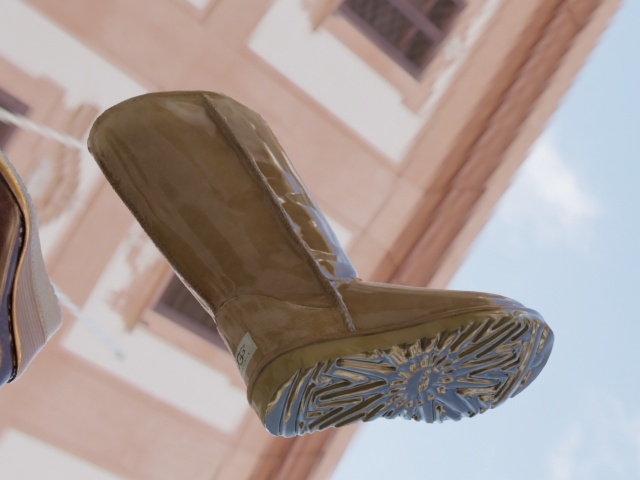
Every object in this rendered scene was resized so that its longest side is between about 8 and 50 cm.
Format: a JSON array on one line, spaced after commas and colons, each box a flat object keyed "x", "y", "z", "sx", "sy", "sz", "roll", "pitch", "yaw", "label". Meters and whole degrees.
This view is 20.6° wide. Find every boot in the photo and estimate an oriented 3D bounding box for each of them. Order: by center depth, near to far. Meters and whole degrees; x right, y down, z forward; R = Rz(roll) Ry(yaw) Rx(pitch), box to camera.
[{"x": 0.000, "y": 0.000, "z": 1.172, "sx": 0.269, "sy": 0.236, "sz": 0.089, "roll": 56, "pitch": -46, "yaw": 39, "label": "boot"}, {"x": -0.325, "y": 0.035, "z": 1.437, "sx": 0.090, "sy": 0.248, "sz": 0.207, "roll": 11, "pitch": -140, "yaw": 45, "label": "boot"}]
